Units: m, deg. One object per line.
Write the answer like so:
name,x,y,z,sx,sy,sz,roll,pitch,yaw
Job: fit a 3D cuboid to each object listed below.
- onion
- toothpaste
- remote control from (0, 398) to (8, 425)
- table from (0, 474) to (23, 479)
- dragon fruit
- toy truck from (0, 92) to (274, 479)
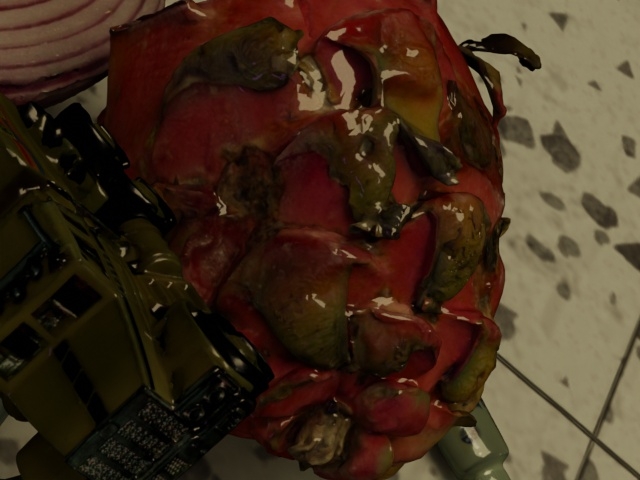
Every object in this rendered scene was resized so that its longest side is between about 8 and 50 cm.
onion,-0.231,-0.155,1.033,0.227,0.120,0.283,50,42,-2
toothpaste,0.064,0.072,1.174,0.067,0.037,0.255,-13,68,-41
remote control,-0.167,0.038,1.023,0.061,0.029,0.162,42,45,-10
table,-0.179,0.186,0.853,0.220,0.126,0.126,-12,70,-42
dragon fruit,0.000,0.000,1.035,0.269,0.250,0.291,-12,85,-66
toy truck,-0.134,0.021,0.857,0.257,0.127,0.127,51,5,39
